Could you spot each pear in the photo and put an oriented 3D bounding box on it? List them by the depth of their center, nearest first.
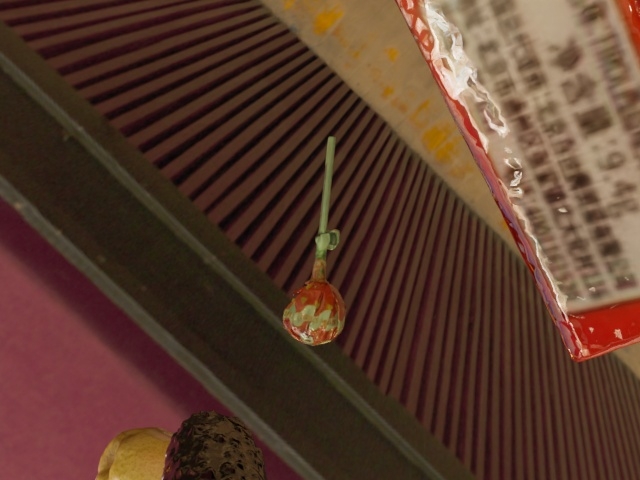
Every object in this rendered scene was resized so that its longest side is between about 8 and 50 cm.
[{"bbox_3d":[-0.250,0.358,1.098,0.177,0.178,0.178,5,113,11],"label":"pear"}]

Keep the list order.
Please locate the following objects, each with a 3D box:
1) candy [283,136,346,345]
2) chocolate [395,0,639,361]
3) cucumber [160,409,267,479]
[{"bbox_3d":[-0.001,0.000,1.003,0.084,0.078,0.288,3,86,27],"label":"candy"},{"bbox_3d":[0.259,-0.138,0.605,0.161,0.341,0.360,-17,107,45],"label":"chocolate"},{"bbox_3d":[-0.058,0.155,0.376,0.072,0.300,0.072,-1,103,-5],"label":"cucumber"}]
